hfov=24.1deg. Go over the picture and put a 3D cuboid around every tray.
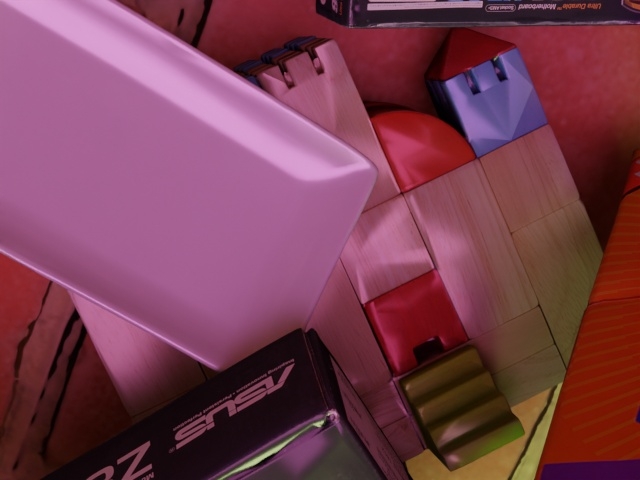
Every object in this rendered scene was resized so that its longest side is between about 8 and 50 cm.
[{"bbox_3d":[-0.112,-0.044,0.762,0.270,0.030,0.145,31,70,-14],"label":"tray"}]

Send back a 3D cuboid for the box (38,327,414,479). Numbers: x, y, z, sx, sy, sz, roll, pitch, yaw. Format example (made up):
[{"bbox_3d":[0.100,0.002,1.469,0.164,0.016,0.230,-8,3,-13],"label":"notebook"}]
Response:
[{"bbox_3d":[-0.039,0.279,0.805,0.318,0.097,0.395,-29,117,6],"label":"box"}]

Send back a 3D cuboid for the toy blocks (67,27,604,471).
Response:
[{"bbox_3d":[0.000,0.000,0.886,0.381,0.191,0.261,-25,102,-7],"label":"toy blocks"}]

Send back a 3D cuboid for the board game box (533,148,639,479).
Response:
[{"bbox_3d":[0.342,0.162,0.738,0.357,0.356,0.356,-7,117,24],"label":"board game box"}]

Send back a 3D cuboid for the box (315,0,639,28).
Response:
[{"bbox_3d":[0.112,-0.210,0.841,0.220,0.051,0.175,-4,111,-21],"label":"box"}]

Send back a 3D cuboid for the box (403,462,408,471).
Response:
[{"bbox_3d":[-0.060,0.320,0.985,0.279,0.177,0.290,-7,110,-1],"label":"box"}]
